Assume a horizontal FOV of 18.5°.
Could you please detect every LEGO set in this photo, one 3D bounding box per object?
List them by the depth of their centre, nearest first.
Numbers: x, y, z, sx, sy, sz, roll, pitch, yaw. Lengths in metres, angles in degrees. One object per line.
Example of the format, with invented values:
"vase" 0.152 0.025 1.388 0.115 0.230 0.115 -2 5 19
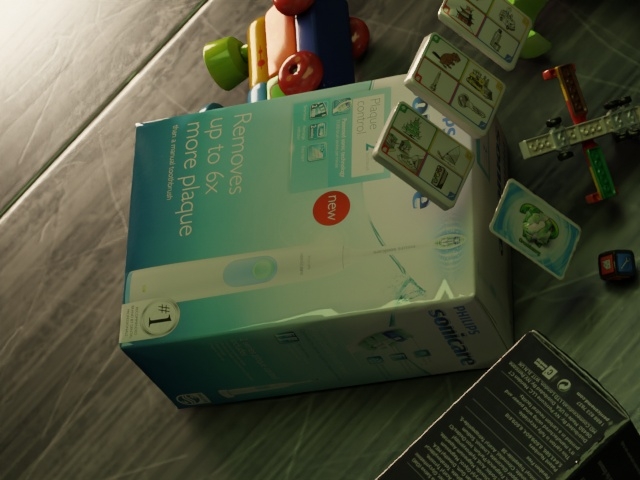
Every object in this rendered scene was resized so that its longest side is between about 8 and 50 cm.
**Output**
"LEGO set" 0.158 -0.070 1.528 0.060 0.244 0.182 -22 39 58

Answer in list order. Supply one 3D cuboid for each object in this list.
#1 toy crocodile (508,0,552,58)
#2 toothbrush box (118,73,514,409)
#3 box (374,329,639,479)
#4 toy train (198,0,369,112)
"toy crocodile" 0.246 -0.303 1.670 0.340 0.115 0.105 -46 58 -5
"toothbrush box" 0.000 0.000 1.592 0.295 0.126 0.216 -8 59 17
"box" 0.132 0.193 1.407 0.207 0.153 0.108 -42 54 -5
"toy train" -0.041 -0.182 1.737 0.143 0.105 0.248 -22 55 26
